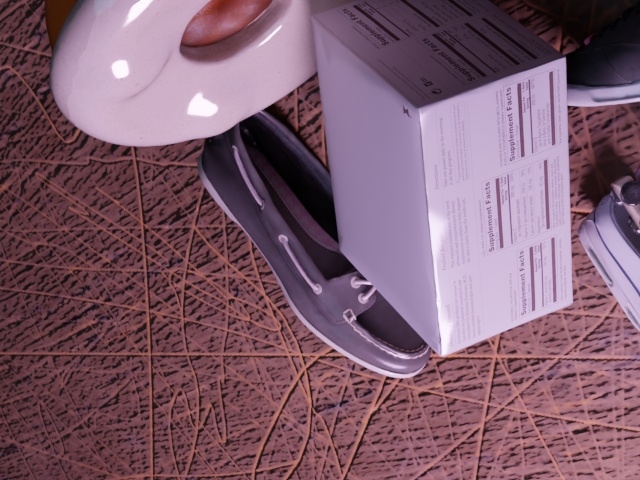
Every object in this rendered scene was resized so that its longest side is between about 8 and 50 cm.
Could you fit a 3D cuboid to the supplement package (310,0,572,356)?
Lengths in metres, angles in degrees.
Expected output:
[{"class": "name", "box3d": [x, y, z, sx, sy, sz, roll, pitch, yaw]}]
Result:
[{"class": "supplement package", "box3d": [0.109, -0.071, 1.501, 0.204, 0.145, 0.262, 47, 151, 49]}]

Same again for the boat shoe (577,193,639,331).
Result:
[{"class": "boat shoe", "box3d": [0.321, 0.057, 1.538, 0.226, 0.083, 0.076, 59, 150, 7]}]

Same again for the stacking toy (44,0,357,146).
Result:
[{"class": "stacking toy", "box3d": [-0.179, -0.359, 1.562, 0.480, 0.350, 0.351, 57, 141, 21]}]

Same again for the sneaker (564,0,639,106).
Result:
[{"class": "sneaker", "box3d": [0.284, -0.192, 1.378, 0.295, 0.104, 0.147, -4, 101, 50]}]

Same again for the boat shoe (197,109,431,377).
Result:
[{"class": "boat shoe", "box3d": [0.000, 0.000, 1.738, 0.335, 0.112, 0.095, 48, 143, 8]}]

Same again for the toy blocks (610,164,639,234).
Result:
[{"class": "toy blocks", "box3d": [0.428, 0.000, 1.328, 0.289, 0.260, 0.309, 56, -178, -2]}]
